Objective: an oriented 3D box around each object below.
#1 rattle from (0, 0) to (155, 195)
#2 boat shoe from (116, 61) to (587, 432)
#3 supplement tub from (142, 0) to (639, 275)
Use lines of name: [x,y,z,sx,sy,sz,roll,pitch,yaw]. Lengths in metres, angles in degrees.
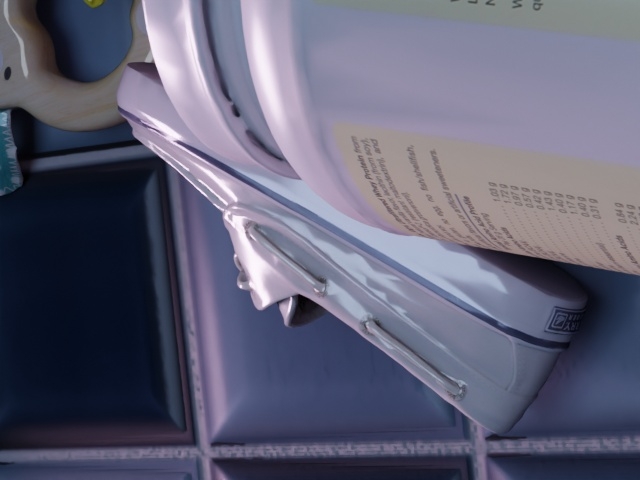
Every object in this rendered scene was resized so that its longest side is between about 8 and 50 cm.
rattle: [-0.170,-0.097,0.969,0.200,0.143,0.130,-30,96,25]
boat shoe: [0.000,0.000,0.897,0.268,0.096,0.088,30,105,18]
supplement tub: [0.117,-0.106,0.725,0.325,0.235,0.235,11,100,31]
